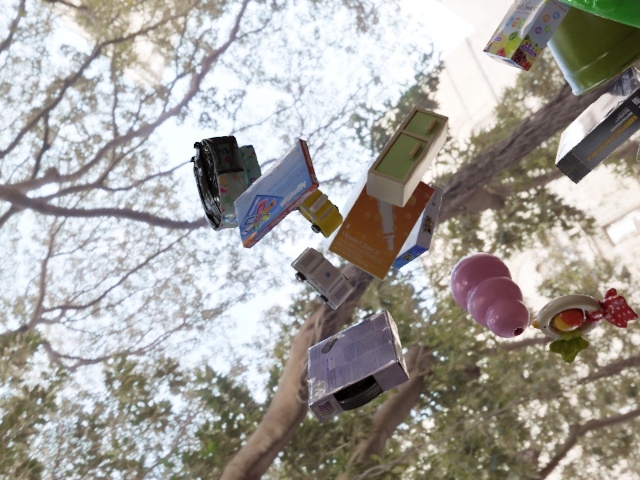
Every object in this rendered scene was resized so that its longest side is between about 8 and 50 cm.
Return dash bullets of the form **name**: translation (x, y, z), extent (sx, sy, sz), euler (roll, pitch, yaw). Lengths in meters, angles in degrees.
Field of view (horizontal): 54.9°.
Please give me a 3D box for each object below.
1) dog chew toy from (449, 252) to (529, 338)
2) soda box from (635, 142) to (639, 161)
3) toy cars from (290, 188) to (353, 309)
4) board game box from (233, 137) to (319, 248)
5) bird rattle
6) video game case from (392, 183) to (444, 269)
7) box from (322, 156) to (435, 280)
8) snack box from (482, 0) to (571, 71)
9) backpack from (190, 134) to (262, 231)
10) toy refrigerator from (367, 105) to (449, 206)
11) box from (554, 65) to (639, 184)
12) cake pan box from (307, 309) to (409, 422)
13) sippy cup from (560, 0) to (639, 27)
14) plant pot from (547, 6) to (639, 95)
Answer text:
- **dog chew toy**: translation (0.553, 0.184, 1.981), extent (0.207, 0.206, 0.332), euler (26, -158, -29)
- **soda box**: translation (0.872, -0.233, 1.541), extent (0.216, 0.069, 0.073), euler (-10, -69, -41)
- **toy cars**: translation (0.000, 0.000, 1.760), extent (0.177, 0.087, 0.393), euler (-3, -102, -19)
- **board game box**: translation (-0.115, -0.111, 1.525), extent (0.027, 0.281, 0.145), euler (15, -132, -41)
- **bird rattle**: translation (0.681, 0.211, 1.624), extent (0.207, 0.253, 0.143), euler (19, -129, -21)
- **video game case**: translation (0.346, -0.044, 2.264), extent (0.061, 0.269, 0.244), euler (21, -112, -10)
- **box**: translation (0.187, -0.076, 2.044), extent (0.215, 0.345, 0.168), euler (29, -177, -8)
- **snack box**: translation (0.527, -0.549, 1.571), extent (0.070, 0.207, 0.174), euler (27, -165, -21)
- **backpack**: translation (-0.271, -0.157, 1.816), extent (0.191, 0.225, 0.253), euler (-5, -109, -21)
- **toy refrigerator**: translation (0.223, -0.219, 1.556), extent (0.102, 0.094, 0.269), euler (24, -123, 20)
- **box**: translation (0.525, -0.216, 1.134), extent (0.056, 0.183, 0.231), euler (41, -147, 2)
- **cake pan box**: translation (0.087, 0.308, 1.543), extent (0.070, 0.246, 0.267), euler (56, -169, -19)
- **sippy cup**: translation (0.432, -0.401, 0.781), extent (0.305, 0.224, 0.240), euler (27, -148, 20)
- **plant pot**: translation (0.849, -0.715, 1.938), extent (0.353, 0.366, 0.366), euler (48, -143, -6)
